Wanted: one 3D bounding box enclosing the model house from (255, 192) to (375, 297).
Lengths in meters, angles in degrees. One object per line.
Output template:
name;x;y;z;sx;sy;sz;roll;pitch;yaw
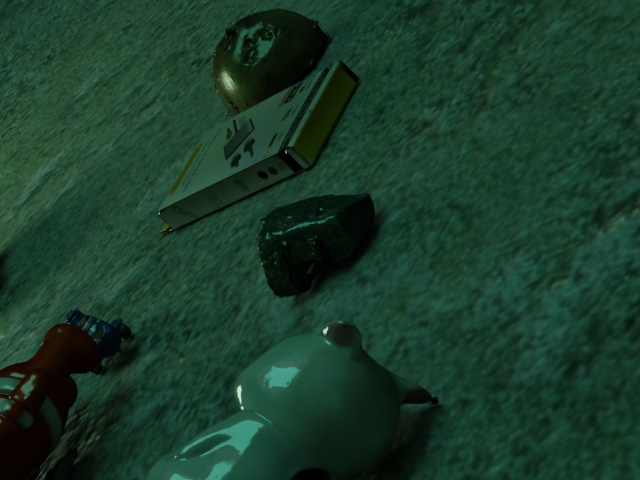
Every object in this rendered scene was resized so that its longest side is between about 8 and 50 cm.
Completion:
model house;0.000;0.000;1.294;0.083;0.066;0.079;-13;23;24

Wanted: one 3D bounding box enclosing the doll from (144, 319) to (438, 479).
doll;-0.027;0.135;1.011;0.107;0.110;0.180;27;76;47

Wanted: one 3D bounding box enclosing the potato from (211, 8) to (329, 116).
potato;-0.086;-0.193;1.740;0.172;0.089;0.100;-22;33;43

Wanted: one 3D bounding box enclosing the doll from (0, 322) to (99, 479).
doll;-0.289;0.217;1.339;0.200;0.105;0.336;-53;5;49

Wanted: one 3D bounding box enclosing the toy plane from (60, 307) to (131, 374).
toy plane;-0.222;0.088;1.527;0.054;0.062;0.167;-52;12;-15

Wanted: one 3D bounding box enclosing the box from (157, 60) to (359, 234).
box;-0.074;-0.089;1.606;0.247;0.033;0.129;-23;31;45

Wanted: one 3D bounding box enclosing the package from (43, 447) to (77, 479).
package;-0.230;0.219;1.364;0.037;0.015;0.110;-41;19;26
